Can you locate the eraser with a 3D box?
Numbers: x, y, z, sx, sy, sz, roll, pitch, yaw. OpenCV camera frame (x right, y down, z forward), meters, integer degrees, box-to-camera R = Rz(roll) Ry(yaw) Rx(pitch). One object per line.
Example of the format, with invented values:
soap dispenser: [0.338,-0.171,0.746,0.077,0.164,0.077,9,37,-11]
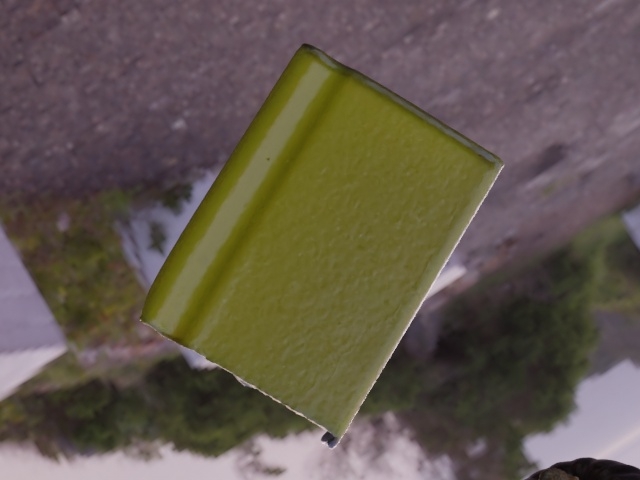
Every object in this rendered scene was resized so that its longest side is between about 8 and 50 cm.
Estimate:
eraser: [0.000,0.000,1.003,0.226,0.158,0.069,-58,176,-8]

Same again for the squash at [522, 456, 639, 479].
squash: [0.214,0.256,1.219,0.193,0.156,0.193,0,180,0]
